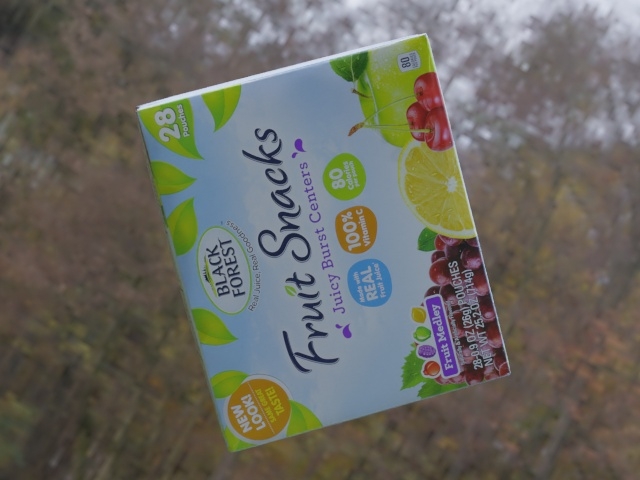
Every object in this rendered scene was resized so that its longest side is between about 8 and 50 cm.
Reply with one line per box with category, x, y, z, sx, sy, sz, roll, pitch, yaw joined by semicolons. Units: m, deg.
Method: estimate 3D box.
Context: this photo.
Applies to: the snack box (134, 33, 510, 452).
snack box;0.000;0.000;0.975;0.070;0.175;0.207;-144;-140;-82
